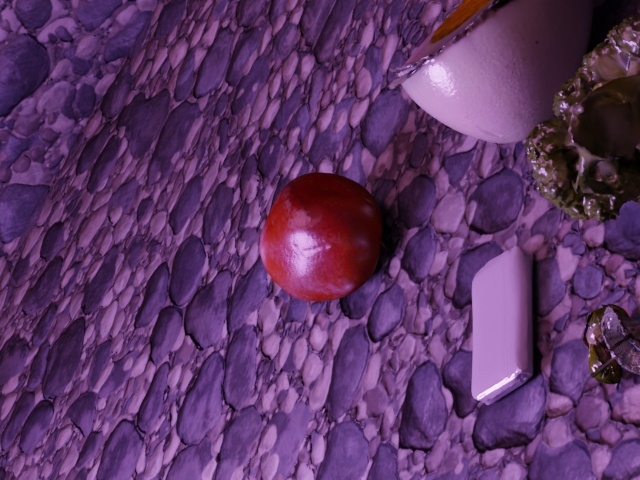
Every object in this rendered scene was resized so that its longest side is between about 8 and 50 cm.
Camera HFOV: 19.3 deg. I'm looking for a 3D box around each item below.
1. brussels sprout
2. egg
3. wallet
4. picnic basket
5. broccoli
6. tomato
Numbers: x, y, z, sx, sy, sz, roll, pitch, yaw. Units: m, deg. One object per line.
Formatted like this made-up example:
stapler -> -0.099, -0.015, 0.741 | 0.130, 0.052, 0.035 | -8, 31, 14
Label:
brussels sprout -> 0.297, 0.110, 1.971 | 0.051, 0.046, 0.083 | -27, 45, 62
egg -> 0.235, -0.231, 2.263 | 0.286, 0.174, 0.264 | -49, 12, -33
wallet -> 0.210, 0.095, 2.165 | 0.095, 0.033, 0.190 | -38, 38, 41
picnic basket -> 0.311, 0.104, 1.915 | 0.083, 0.083, 0.065 | -31, -15, -20
broccoli -> 0.347, -0.129, 1.923 | 0.254, 0.186, 0.302 | -45, 7, -8
tomato -> 0.000, 0.000, 2.509 | 0.187, 0.151, 0.187 | -36, 43, 44
